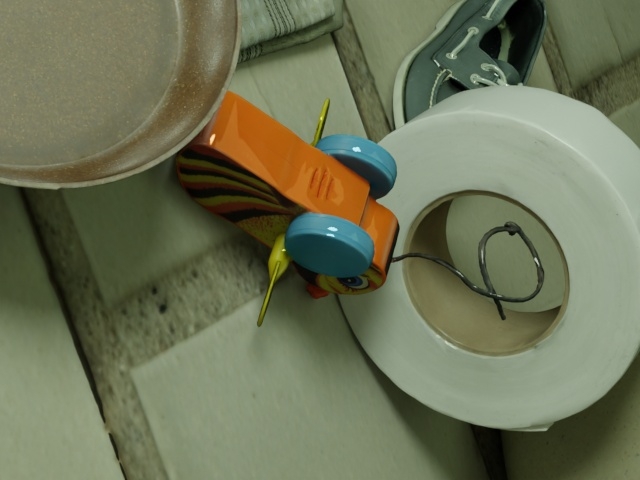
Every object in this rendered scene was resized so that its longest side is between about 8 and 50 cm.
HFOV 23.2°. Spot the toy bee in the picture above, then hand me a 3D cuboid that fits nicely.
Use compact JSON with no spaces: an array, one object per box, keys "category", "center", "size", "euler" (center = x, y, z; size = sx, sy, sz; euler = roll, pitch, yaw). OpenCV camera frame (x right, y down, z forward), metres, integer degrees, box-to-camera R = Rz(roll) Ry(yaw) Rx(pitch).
[{"category":"toy bee","center":[0.000,0.000,1.253],"size":[0.298,0.162,0.195],"euler":[45,56,-7]}]

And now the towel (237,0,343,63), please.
[{"category":"towel","center":[-0.095,-0.303,1.308],"size":[0.324,0.056,0.312],"euler":[-31,102,-59]}]

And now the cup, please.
[{"category":"cup","center":[0.308,0.199,1.504],"size":[0.237,0.331,0.331],"euler":[55,26,20]}]

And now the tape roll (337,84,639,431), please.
[{"category":"tape roll","center":[0.155,0.015,1.332],"size":[0.100,0.286,0.286],"euler":[-37,107,-58]}]

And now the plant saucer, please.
[{"category":"plant saucer","center":[-0.199,-0.167,0.989],"size":[0.311,0.050,0.310],"euler":[13,63,-27]}]

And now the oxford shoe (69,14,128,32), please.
[{"category":"oxford shoe","center":[-0.152,-0.127,1.105],"size":[0.227,0.083,0.096],"euler":[-7,118,-42]}]

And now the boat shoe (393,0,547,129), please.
[{"category":"boat shoe","center":[0.160,-0.168,1.603],"size":[0.116,0.099,0.319],"euler":[58,34,-23]}]
